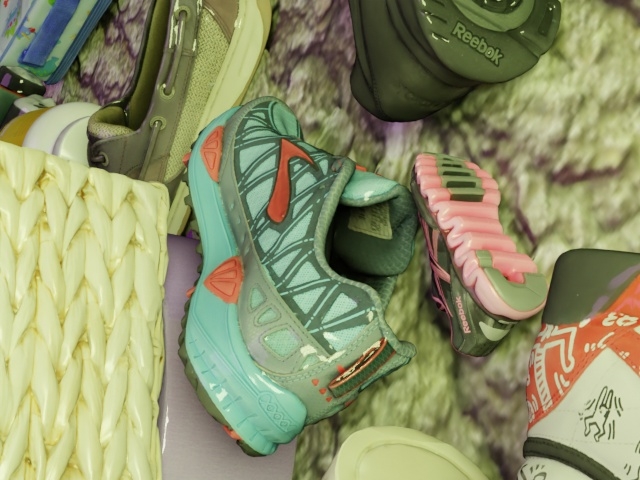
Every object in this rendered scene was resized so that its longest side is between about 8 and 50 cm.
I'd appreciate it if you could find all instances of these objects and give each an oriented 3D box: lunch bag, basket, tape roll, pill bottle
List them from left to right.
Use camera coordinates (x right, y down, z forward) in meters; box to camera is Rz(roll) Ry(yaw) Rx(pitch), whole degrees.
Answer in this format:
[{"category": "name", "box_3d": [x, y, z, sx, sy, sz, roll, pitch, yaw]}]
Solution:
[{"category": "basket", "box_3d": [-0.266, 0.131, 0.645, 0.328, 0.266, 0.331, -33, 51, 49]}, {"category": "lunch bag", "box_3d": [-0.276, -0.283, 1.224, 0.219, 0.090, 0.176, -46, 39, 41]}, {"category": "pill bottle", "box_3d": [-0.222, -0.069, 1.016, 0.184, 0.103, 0.103, 4, 80, 61]}, {"category": "tape roll", "box_3d": [-0.123, 0.130, 0.756, 0.275, 0.090, 0.275, -29, 54, 50]}]

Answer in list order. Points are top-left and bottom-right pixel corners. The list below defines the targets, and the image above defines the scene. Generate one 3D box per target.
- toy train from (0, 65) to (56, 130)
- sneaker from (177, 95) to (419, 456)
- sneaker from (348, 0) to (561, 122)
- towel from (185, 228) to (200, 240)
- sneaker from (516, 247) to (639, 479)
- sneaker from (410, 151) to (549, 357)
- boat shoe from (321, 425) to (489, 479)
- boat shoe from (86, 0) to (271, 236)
[{"category": "toy train", "box_3d": [-0.361, -0.016, 1.187, 0.190, 0.142, 0.334, 35, 97, 47]}, {"category": "sneaker", "box_3d": [0.000, 0.000, 0.640, 0.125, 0.104, 0.262, -26, 39, 16]}, {"category": "sneaker", "box_3d": [0.049, -0.196, 0.617, 0.130, 0.109, 0.286, -35, 46, 57]}, {"category": "towel", "box_3d": [-0.089, 0.015, 0.843, 0.083, 0.009, 0.060, -51, 38, 37]}, {"category": "sneaker", "box_3d": [0.149, 0.084, 0.323, 0.270, 0.090, 0.145, 6, 82, 64]}, {"category": "sneaker", "box_3d": [0.065, 0.006, 0.554, 0.119, 0.047, 0.057, -106, 31, -45]}, {"category": "boat shoe", "box_3d": [0.043, 0.221, 0.418, 0.097, 0.116, 0.324, -59, 28, 33]}, {"category": "boat shoe", "box_3d": [-0.134, -0.075, 0.874, 0.285, 0.092, 0.103, -62, 28, 16]}]
